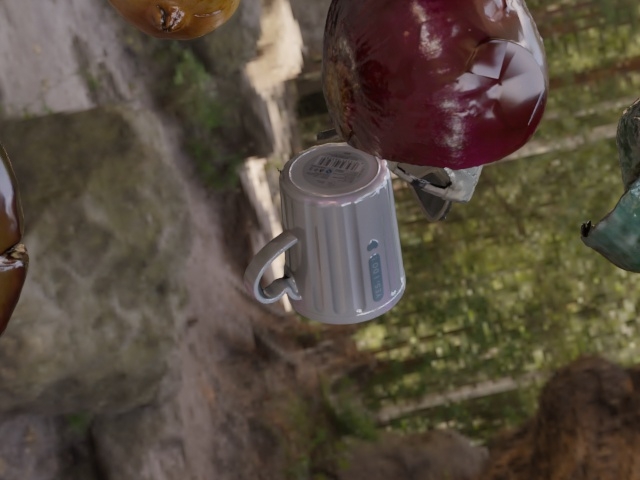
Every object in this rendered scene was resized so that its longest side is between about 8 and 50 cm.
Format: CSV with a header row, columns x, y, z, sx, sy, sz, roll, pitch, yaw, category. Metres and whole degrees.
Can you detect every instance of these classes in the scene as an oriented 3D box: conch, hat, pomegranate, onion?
x,y,z,sx,sy,sz,roll,pitch,yaw,category
0.402,-0.077,1.432,0.195,0.277,0.220,50,-3,28,conch
0.132,-0.144,1.840,0.232,0.161,0.275,38,-11,-14,hat
-0.213,-0.385,1.757,0.209,0.209,0.209,-12,90,-87,pomegranate
0.115,-0.188,1.228,0.206,0.216,0.207,-130,-153,-61,onion

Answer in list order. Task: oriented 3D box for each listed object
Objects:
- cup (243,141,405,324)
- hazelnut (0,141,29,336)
x,y,z,sx,sy,sz,roll,pitch,yaw,category
0.015,0.002,1.668,0.221,0.167,0.202,-52,145,-44,cup
-0.499,-0.004,1.201,0.429,0.402,0.402,-45,130,-45,hazelnut
